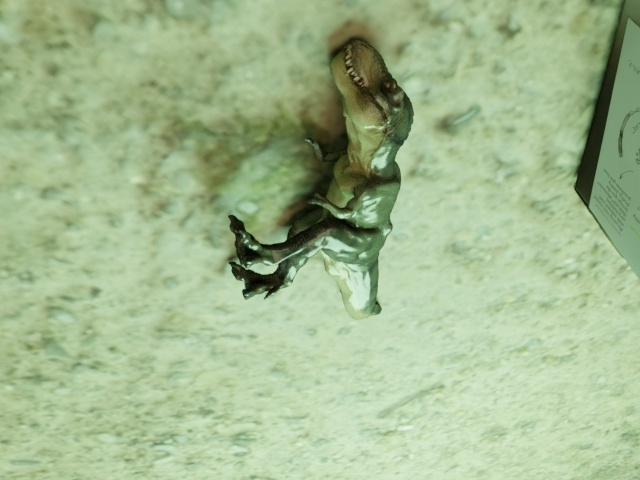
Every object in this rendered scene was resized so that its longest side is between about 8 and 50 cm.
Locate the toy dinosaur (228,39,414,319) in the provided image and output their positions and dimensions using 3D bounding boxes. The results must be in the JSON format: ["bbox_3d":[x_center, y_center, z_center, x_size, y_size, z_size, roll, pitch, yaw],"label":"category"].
[{"bbox_3d":[0.000,0.000,0.507,0.118,0.064,0.268,-17,144,-13],"label":"toy dinosaur"}]

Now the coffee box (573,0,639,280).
[{"bbox_3d":[0.271,-0.113,0.436,0.168,0.119,0.297,-14,140,-8],"label":"coffee box"}]
